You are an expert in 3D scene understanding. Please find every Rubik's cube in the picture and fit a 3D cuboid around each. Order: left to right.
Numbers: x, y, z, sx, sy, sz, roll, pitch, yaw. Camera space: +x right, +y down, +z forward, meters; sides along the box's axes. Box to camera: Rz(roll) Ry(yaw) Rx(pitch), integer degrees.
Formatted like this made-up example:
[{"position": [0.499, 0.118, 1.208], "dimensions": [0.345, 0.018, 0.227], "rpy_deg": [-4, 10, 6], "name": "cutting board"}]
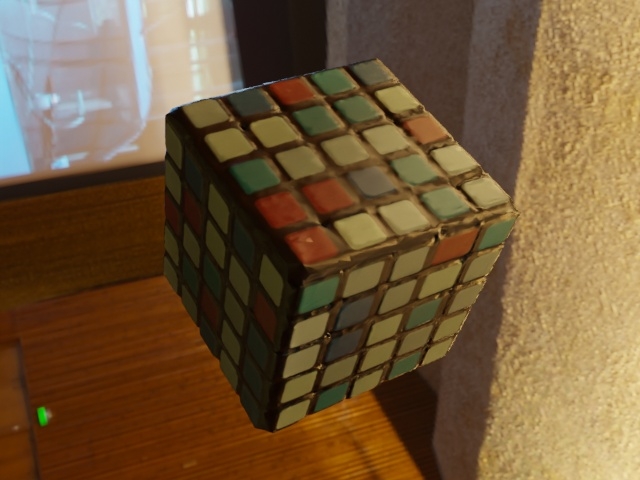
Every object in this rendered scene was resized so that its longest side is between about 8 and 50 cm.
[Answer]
[{"position": [0.000, 0.000, 0.619], "dimensions": [0.182, 0.187, 0.184], "rpy_deg": [53, -34, 31], "name": "Rubik's cube"}]
